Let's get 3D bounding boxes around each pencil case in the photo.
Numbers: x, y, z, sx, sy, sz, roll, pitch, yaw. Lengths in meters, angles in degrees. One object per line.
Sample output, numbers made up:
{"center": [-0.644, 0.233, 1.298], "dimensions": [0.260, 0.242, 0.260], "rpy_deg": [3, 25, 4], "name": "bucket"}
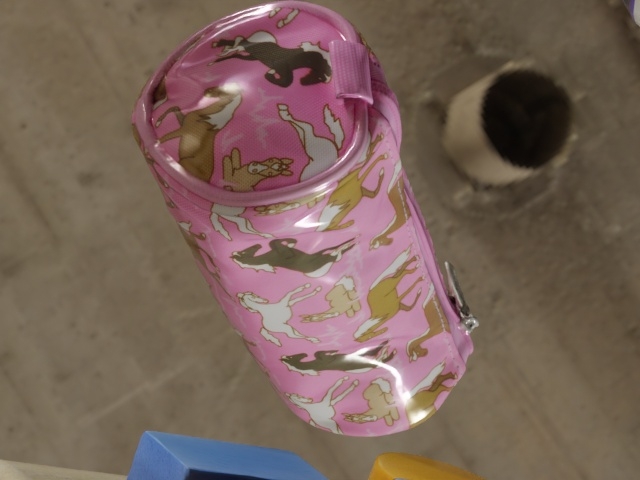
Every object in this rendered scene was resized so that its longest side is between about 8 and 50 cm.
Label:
{"center": [0.000, 0.000, 1.149], "dimensions": [0.160, 0.167, 0.386], "rpy_deg": [42, 168, 31], "name": "pencil case"}

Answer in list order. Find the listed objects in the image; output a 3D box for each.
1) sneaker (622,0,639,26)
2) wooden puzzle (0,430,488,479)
{"center": [0.180, -0.284, 1.073], "dimensions": [0.236, 0.130, 0.323], "rpy_deg": [41, 171, 21], "name": "sneaker"}
{"center": [0.039, 0.169, 0.796], "dimensions": [0.348, 0.322, 0.081], "rpy_deg": [22, 97, 52], "name": "wooden puzzle"}
